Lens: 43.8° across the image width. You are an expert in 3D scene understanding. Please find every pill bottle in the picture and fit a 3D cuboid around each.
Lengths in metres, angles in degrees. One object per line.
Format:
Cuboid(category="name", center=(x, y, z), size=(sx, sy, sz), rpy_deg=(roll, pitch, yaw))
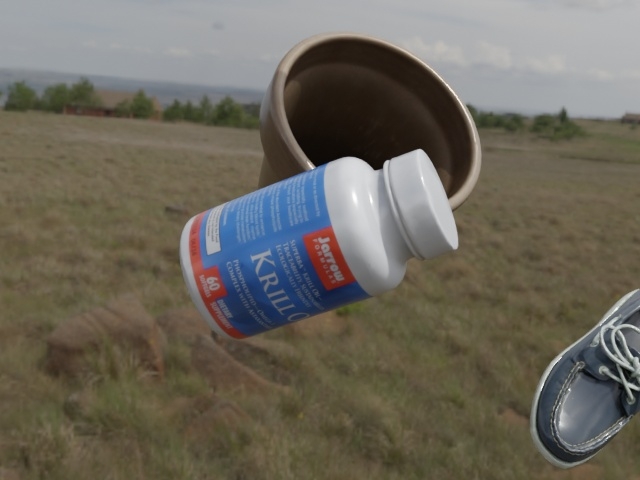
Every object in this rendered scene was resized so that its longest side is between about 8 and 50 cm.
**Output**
Cuboid(category="pill bottle", center=(0.000, 0.000, 0.697), size=(0.221, 0.124, 0.124), rpy_deg=(-21, 2, 19))

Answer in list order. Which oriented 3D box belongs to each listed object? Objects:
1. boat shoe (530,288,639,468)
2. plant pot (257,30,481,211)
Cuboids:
Cuboid(category="boat shoe", center=(0.305, 0.125, 0.796), size=(0.254, 0.095, 0.079), rpy_deg=(-34, -9, -29))
Cuboid(category="plant pot", center=(0.026, -0.084, 0.974), size=(0.263, 0.263, 0.229), rpy_deg=(-1, -27, -26))
